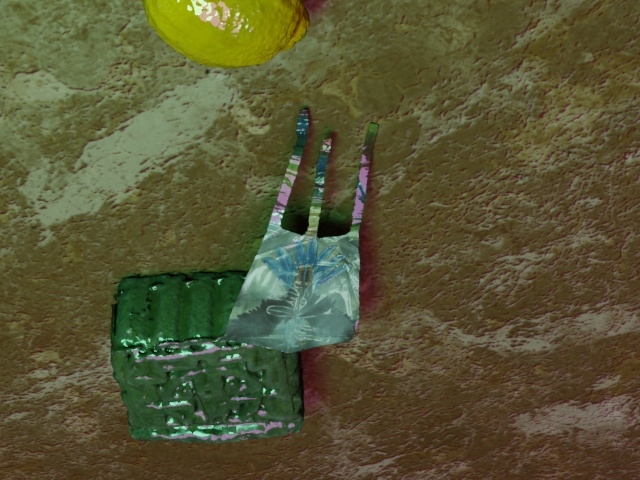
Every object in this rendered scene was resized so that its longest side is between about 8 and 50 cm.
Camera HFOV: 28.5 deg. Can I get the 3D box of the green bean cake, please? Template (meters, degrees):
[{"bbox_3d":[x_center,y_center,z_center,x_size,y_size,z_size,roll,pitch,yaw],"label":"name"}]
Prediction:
[{"bbox_3d":[-0.143,0.163,1.642,0.241,0.132,0.255,-5,136,-2],"label":"green bean cake"}]

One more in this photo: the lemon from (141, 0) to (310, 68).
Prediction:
[{"bbox_3d":[-0.091,-0.235,1.217,0.187,0.142,0.142,21,132,-28],"label":"lemon"}]

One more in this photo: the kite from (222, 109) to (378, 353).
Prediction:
[{"bbox_3d":[-0.001,-0.001,1.480,0.169,0.015,0.310,8,114,-23],"label":"kite"}]
